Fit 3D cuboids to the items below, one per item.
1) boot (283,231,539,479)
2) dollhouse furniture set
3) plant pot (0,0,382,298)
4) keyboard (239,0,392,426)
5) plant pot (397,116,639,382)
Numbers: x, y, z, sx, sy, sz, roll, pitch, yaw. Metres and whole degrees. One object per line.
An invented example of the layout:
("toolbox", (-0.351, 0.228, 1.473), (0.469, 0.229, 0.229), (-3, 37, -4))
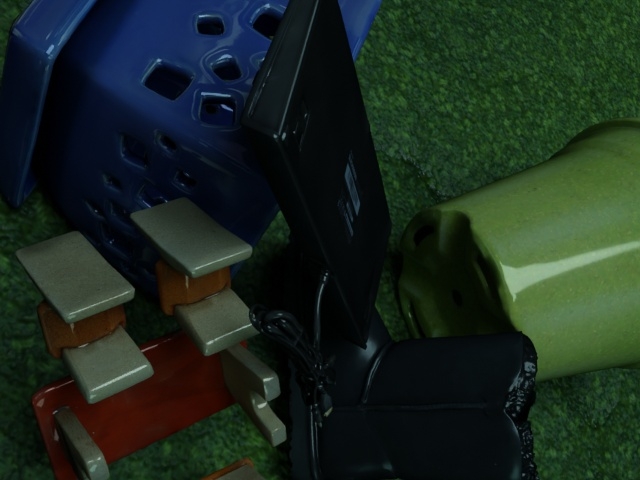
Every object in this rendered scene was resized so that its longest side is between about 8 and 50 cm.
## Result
("boot", (0.078, 0.091, 0.736), (0.094, 0.207, 0.246), (43, 43, -68))
("dollhouse furniture set", (-0.159, 0.123, 0.562), (0.259, 0.135, 0.262), (-21, 125, -27))
("plant pot", (-0.113, -0.112, 0.669), (0.212, 0.236, 0.236), (28, 56, -9))
("keyboard", (0.000, 0.000, 0.559), (0.033, 0.317, 0.201), (7, 65, 16))
("plant pot", (0.226, 0.033, 0.856), (0.254, 0.276, 0.276), (-14, 80, -27))
